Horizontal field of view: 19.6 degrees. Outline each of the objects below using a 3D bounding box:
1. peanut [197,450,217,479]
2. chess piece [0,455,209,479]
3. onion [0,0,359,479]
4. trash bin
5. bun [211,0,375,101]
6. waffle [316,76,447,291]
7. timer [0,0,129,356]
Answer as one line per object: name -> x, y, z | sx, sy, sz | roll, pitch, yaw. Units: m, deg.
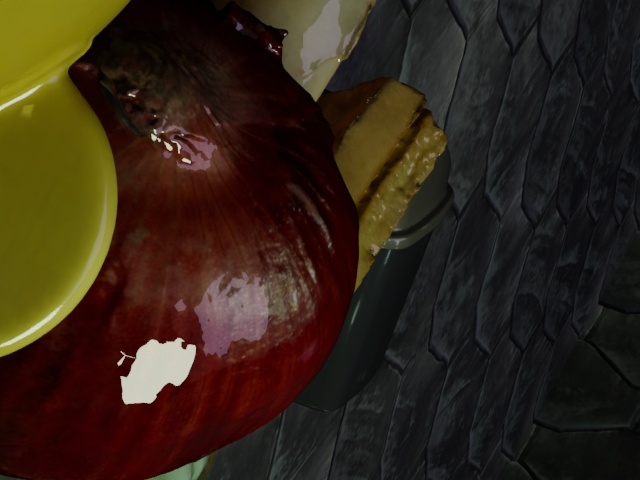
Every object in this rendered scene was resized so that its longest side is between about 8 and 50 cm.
peanut -> -0.163, 0.190, 1.654 | 0.129, 0.129, 0.224 | 80, 26, -56
chess piece -> -0.241, 0.196, 1.381 | 0.299, 0.195, 0.194 | -44, 150, -35
onion -> -0.163, -0.003, 1.159 | 0.341, 0.341, 0.341 | -54, 156, -38
trash bin -> 0.000, 0.000, 1.781 | 0.182, 0.209, 0.290 | -41, 152, -57
bun -> -0.082, -0.173, 1.370 | 0.299, 0.165, 0.299 | -51, -161, 26
waffle -> -0.064, -0.004, 1.454 | 0.098, 0.328, 0.224 | 46, 55, -24
timer -> -0.227, -0.171, 0.776 | 0.386, 0.376, 0.376 | -70, 161, 1
